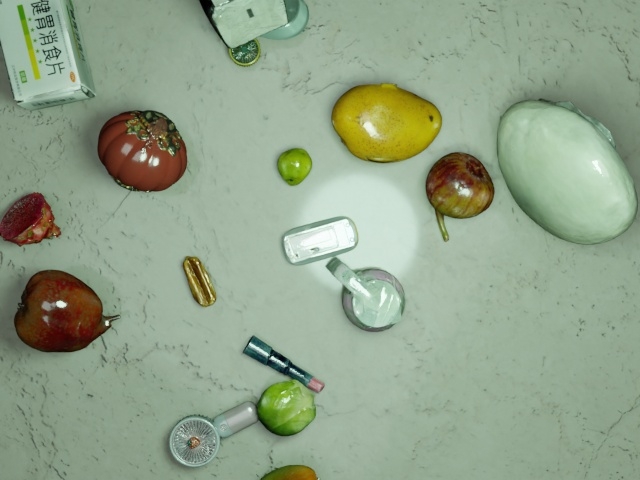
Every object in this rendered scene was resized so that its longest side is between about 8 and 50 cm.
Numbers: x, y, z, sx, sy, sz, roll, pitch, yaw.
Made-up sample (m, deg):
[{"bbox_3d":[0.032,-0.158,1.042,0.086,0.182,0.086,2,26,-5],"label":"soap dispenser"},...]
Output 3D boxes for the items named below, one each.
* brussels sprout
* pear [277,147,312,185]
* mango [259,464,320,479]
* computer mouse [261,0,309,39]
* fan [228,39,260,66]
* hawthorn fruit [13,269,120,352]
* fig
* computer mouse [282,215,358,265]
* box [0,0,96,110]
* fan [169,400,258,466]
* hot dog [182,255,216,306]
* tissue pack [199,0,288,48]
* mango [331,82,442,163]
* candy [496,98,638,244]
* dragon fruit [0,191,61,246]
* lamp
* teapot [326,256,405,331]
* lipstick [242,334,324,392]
[{"bbox_3d":[-0.091,0.428,1.918,0.155,0.117,0.155,-4,101,-21],"label":"brussels sprout"},{"bbox_3d":[-0.065,-0.190,1.923,0.092,0.092,0.096,-2,90,-1],"label":"pear"},{"bbox_3d":[-0.127,0.687,1.920,0.289,0.129,0.146,-41,93,9],"label":"mango"},{"bbox_3d":[-0.143,-0.586,1.918,0.231,0.079,0.127,15,77,7],"label":"computer mouse"},{"bbox_3d":[-0.219,-0.520,1.937,0.082,0.039,0.155,-41,90,0],"label":"fan"},{"bbox_3d":[-0.631,0.186,1.870,0.248,0.208,0.207,15,91,-19],"label":"hawthorn fruit"},{"bbox_3d":[0.336,-0.120,1.911,0.175,0.207,0.175,16,53,-22],"label":"fig"},{"bbox_3d":[0.000,0.000,1.946,0.199,0.045,0.102,-17,92,-1],"label":"computer mouse"},{"bbox_3d":[-0.699,-0.502,1.876,0.173,0.145,0.332,-14,90,1],"label":"box"},{"bbox_3d":[-0.273,0.492,1.937,0.244,0.074,0.130,-28,91,-1],"label":"fan"},{"bbox_3d":[-0.318,0.106,1.947,0.062,0.038,0.144,-24,89,2],"label":"hot dog"},{"bbox_3d":[-0.231,-0.678,1.809,0.198,0.210,0.369,-22,76,-3],"label":"tissue pack"},{"bbox_3d":[0.173,-0.291,1.896,0.291,0.160,0.190,-1,85,-10],"label":"mango"},{"bbox_3d":[0.577,-0.150,1.782,0.186,0.427,0.386,-35,105,-9],"label":"candy"},{"bbox_3d":[-0.735,-0.032,1.914,0.153,0.153,0.111,-38,132,0],"label":"dragon fruit"},{"bbox_3d":[-0.435,-0.226,1.846,0.227,0.227,0.226,0,91,-1],"label":"lamp"},{"bbox_3d":[0.127,0.127,1.885,0.163,0.178,0.221,-23,90,-1],"label":"teapot"},{"bbox_3d":[-0.092,0.333,1.955,0.234,0.053,0.053,33,90,-6],"label":"lipstick"}]
